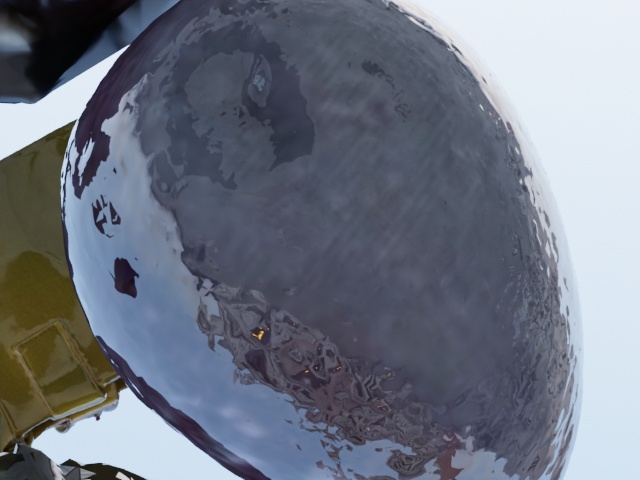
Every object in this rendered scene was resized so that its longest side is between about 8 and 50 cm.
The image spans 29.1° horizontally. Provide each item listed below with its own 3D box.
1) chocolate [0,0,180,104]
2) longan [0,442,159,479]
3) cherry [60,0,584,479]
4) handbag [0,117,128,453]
[{"bbox_3d":[-0.163,-0.220,0.533,0.283,0.186,0.283,2,-122,-3],"label":"chocolate"},{"bbox_3d":[-0.233,0.338,0.926,0.391,0.391,0.391,10,-133,-12],"label":"longan"},{"bbox_3d":[0.000,0.000,0.477,0.183,0.213,0.266,-41,-104,5],"label":"cherry"},{"bbox_3d":[-0.306,0.074,1.280,0.401,0.133,0.283,-29,-110,-12],"label":"handbag"}]
